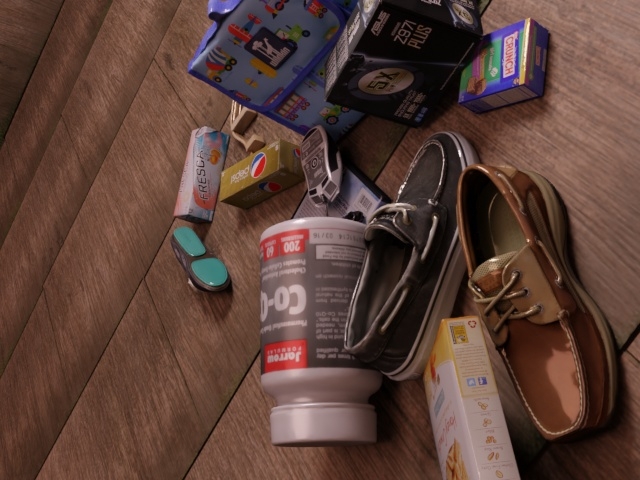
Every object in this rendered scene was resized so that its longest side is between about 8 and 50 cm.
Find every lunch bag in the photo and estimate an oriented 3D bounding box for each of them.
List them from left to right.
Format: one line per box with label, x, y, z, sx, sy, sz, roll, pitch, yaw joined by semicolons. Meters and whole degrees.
lunch bag;-0.038;-0.293;1.200;0.221;0.293;0.138;-41;46;37

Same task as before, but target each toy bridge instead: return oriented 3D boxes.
toy bridge;-0.147;-0.228;1.548;0.063;0.026;0.188;-47;42;34

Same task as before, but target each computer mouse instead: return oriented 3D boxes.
computer mouse;0.014;-0.088;1.224;0.106;0.042;0.193;-37;53;45

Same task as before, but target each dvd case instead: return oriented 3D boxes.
dvd case;0.000;0.000;1.257;0.253;0.022;0.180;-60;36;16

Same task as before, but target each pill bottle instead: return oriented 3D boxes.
pill bottle;0.000;0.125;1.073;0.161;0.161;0.283;-21;65;48

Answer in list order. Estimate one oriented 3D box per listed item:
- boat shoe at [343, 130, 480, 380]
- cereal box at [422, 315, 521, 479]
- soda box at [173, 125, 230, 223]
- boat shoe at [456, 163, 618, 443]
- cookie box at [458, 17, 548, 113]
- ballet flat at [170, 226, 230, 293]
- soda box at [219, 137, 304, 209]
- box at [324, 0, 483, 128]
boat shoe;0.115;0.002;1.007;0.121;0.119;0.335;-12;59;52
cereal box;0.158;0.223;0.851;0.173;0.047;0.240;93;171;-57
soda box;-0.233;-0.127;1.592;0.063;0.058;0.183;-4;73;53
boat shoe;0.210;0.055;0.867;0.122;0.120;0.324;-39;46;37
cookie box;0.231;-0.219;1.026;0.107;0.040;0.092;-9;67;51
ballet flat;-0.222;0.052;1.501;0.203;0.074;0.074;47;113;44
soda box;-0.103;-0.112;1.412;0.181;0.058;0.061;-23;58;47
box;0.105;-0.250;1.074;0.180;0.147;0.077;125;153;-47
